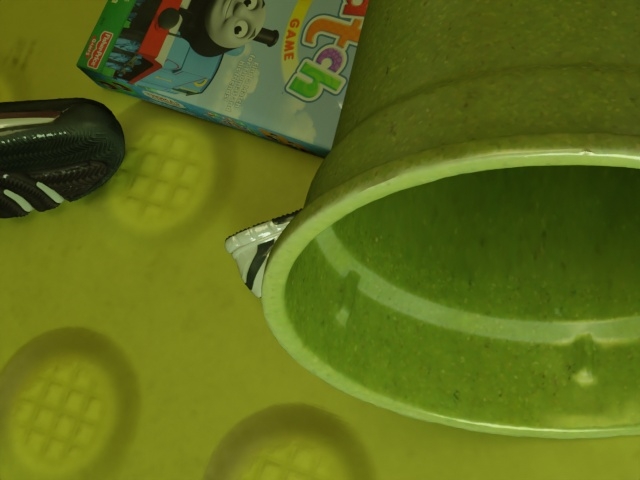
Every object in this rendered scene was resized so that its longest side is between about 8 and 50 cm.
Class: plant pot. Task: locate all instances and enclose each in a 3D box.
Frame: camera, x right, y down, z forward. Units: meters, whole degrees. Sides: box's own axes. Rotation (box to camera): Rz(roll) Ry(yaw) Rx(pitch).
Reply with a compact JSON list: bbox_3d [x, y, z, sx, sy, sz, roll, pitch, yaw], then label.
[{"bbox_3d":[0.120,-0.072,0.737,0.276,0.276,0.254,-7,58,20],"label":"plant pot"}]

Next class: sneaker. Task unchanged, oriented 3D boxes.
[{"bbox_3d":[0.000,0.000,0.871,0.109,0.040,0.043,-23,81,17],"label":"sneaker"},{"bbox_3d":[-0.256,-0.096,0.969,0.281,0.106,0.162,-10,65,19],"label":"sneaker"}]

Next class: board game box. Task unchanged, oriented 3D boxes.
[{"bbox_3d":[-0.029,-0.144,0.928,0.211,0.039,0.160,20,80,26],"label":"board game box"}]
